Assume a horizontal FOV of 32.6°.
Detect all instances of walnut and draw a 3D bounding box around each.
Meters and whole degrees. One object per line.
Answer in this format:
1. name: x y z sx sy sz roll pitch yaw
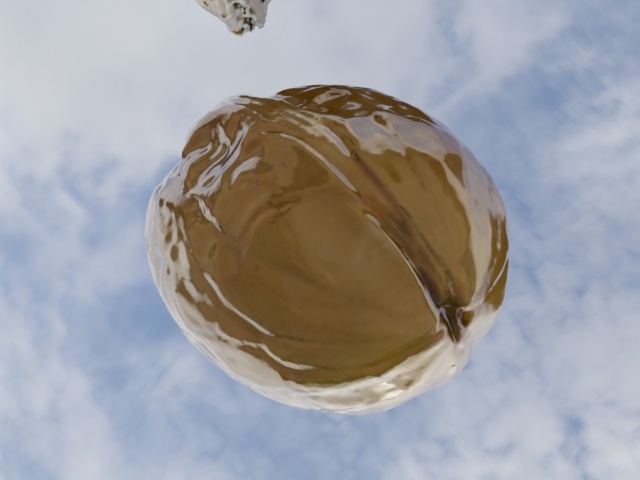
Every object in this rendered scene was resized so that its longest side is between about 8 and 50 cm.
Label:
1. walnut: 0.000 0.000 0.532 0.206 0.159 0.159 23 -80 53

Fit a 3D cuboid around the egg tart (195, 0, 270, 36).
1. egg tart: -0.055 -0.248 0.686 0.106 0.241 0.241 -14 -97 8
